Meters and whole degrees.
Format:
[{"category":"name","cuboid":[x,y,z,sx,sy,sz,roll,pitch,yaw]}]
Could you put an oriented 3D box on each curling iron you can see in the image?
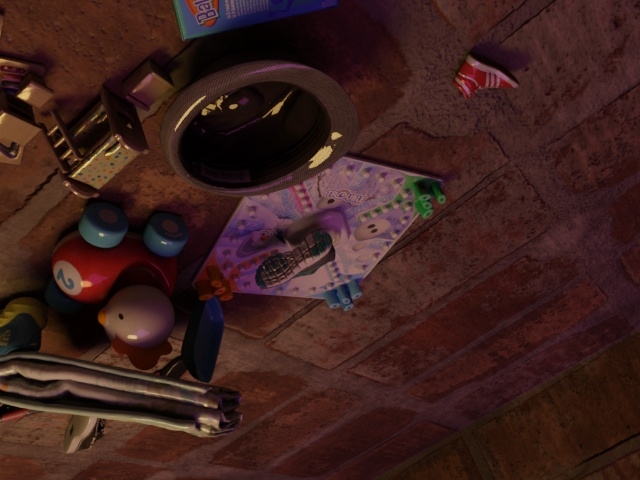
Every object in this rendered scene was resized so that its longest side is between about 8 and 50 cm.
[{"category":"curling iron","cuboid":[-0.568,0.334,1.368,0.273,0.068,0.035,-9,141,-27]}]

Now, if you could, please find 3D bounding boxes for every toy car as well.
[{"category":"toy car","cuboid":[-0.322,0.102,1.042,0.210,0.238,0.219,11,132,-37]}]

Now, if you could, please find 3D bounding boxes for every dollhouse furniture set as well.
[{"category":"dollhouse furniture set","cuboid":[-0.300,-0.162,0.819,0.181,0.101,0.161,-36,148,18]}]

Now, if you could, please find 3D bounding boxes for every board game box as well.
[{"category":"board game box","cuboid":[-0.084,-0.341,0.766,0.210,0.047,0.160,-16,144,-10]},{"category":"board game box","cuboid":[0.000,0.000,1.242,0.389,0.050,0.390,8,134,-35]}]

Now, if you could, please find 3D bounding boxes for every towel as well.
[{"category":"towel","cuboid":[-0.329,0.267,1.101,0.374,0.090,0.320,10,165,4]}]

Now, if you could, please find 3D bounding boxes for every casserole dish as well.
[{"category":"casserole dish","cuboid":[-0.234,0.192,1.266,0.036,0.189,0.114,-4,135,11]}]

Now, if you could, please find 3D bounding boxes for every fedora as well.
[{"category":"fedora","cuboid":[-0.092,-0.181,0.898,0.275,0.124,0.243,-27,142,21]}]

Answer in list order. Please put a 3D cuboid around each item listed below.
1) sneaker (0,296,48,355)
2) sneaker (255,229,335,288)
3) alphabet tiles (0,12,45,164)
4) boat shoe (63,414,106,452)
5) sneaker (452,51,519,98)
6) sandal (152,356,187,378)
[{"category":"sneaker","cuboid":[-0.591,0.182,1.097,0.240,0.126,0.091,-20,144,-5]},{"category":"sneaker","cuboid":[-0.041,0.049,1.190,0.166,0.065,0.076,-27,148,9]},{"category":"alphabet tiles","cuboid":[-0.530,-0.181,0.767,0.342,0.011,0.285,6,136,-33]},{"category":"boat shoe","cuboid":[-0.542,0.433,1.492,0.070,0.078,0.219,7,143,-33]},{"category":"sneaker","cuboid":[0.271,-0.261,1.058,0.118,0.042,0.067,15,127,-30]},{"category":"sandal","cuboid":[-0.370,0.325,1.478,0.179,0.040,0.067,-45,146,6]}]
